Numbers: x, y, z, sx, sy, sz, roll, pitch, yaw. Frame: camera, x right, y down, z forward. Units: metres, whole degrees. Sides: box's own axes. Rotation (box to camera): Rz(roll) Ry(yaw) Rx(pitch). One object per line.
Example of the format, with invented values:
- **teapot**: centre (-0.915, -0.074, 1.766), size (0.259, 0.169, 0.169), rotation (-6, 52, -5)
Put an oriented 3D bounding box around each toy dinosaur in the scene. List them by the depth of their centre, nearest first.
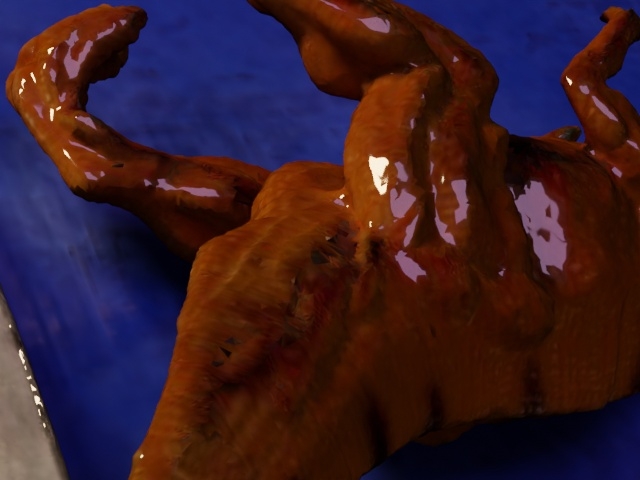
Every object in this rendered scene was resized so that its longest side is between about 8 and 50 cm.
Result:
- **toy dinosaur**: centre (0.000, 0.000, 0.509), size (0.432, 0.097, 0.208), rotation (-24, 67, -44)

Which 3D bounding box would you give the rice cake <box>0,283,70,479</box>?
- **rice cake**: centre (-0.092, 0.039, 0.478), size (0.047, 0.036, 0.207), rotation (-11, 55, -23)
